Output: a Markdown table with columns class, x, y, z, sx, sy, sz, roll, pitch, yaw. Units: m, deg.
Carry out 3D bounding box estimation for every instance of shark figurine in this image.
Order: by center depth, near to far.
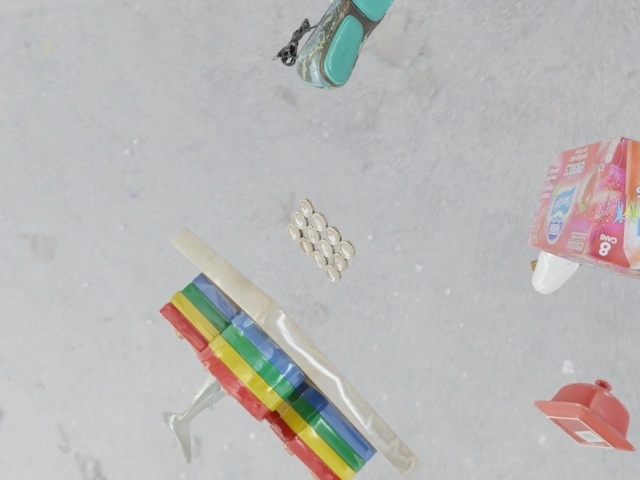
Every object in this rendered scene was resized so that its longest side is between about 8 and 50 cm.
| class | x | y | z | sx | sy | sz | roll | pitch | yaw |
| --- | --- | --- | --- | --- | --- | --- | --- | --- | --- |
| shark figurine | -0.143 | 0.244 | 1.479 | 0.116 | 0.278 | 0.166 | 42 | 147 | -5 |

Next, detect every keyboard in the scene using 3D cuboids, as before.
| class | x | y | z | sx | sy | sz | roll | pitch | yaw |
| --- | --- | --- | --- | --- | --- | --- | --- | --- | --- |
| keyboard | 0.023 | -0.393 | 1.560 | 0.201 | 0.317 | 0.033 | -17 | 119 | 31 |

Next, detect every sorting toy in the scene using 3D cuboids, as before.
| class | x | y | z | sx | sy | sz | roll | pitch | yaw |
| --- | --- | --- | --- | --- | --- | --- | --- | --- | --- |
| sorting toy | -0.055 | 0.132 | 0.896 | 0.089 | 0.257 | 0.255 | -44 | 120 | -8 |

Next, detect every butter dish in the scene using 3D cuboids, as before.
| class | x | y | z | sx | sy | sz | roll | pitch | yaw |
| --- | --- | --- | --- | --- | --- | --- | --- | --- | --- |
| butter dish | 0.528 | 0.324 | 1.680 | 0.160 | 0.118 | 0.160 | 40 | 159 | -12 |

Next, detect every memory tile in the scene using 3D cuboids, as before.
| class | x | y | z | sx | sy | sz | roll | pitch | yaw |
| --- | --- | --- | --- | --- | --- | --- | --- | --- | --- |
| memory tile | 0.000 | 0.000 | 1.576 | 0.148 | 0.012 | 0.113 | 46 | 140 | 17 |

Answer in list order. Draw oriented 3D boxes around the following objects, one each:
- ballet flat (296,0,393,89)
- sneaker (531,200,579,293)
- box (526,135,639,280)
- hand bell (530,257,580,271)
| class | x | y | z | sx | sy | sz | roll | pitch | yaw |
| --- | --- | --- | --- | --- | --- | --- | --- | --- | --- |
| ballet flat | 0.027 | -0.246 | 0.957 | 0.070 | 0.188 | 0.070 | 25 | 158 | 11 |
| sneaker | 0.351 | -0.020 | 1.266 | 0.094 | 0.080 | 0.212 | 23 | 118 | -6 |
| box | 0.321 | -0.027 | 0.924 | 0.128 | 0.257 | 0.123 | 18 | 92 | 0 |
| hand bell | 0.509 | 0.031 | 1.599 | 0.242 | 0.126 | 0.126 | -12 | 104 | 26 |
